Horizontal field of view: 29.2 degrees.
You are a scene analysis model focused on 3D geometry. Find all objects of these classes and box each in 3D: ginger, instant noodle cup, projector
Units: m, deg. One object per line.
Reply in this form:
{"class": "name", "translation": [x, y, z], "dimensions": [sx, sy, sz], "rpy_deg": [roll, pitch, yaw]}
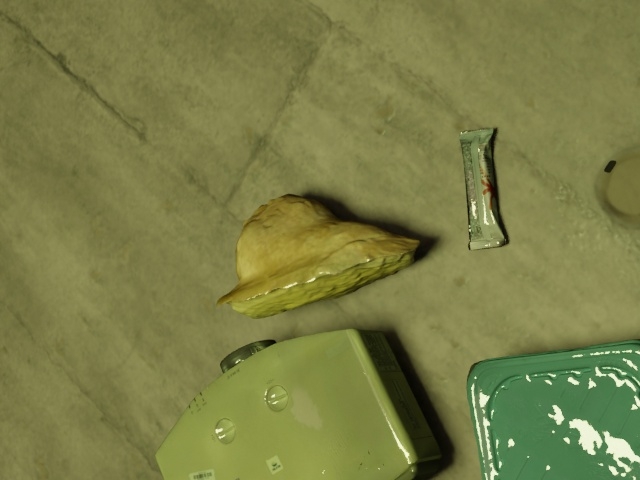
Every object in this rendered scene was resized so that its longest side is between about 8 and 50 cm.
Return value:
{"class": "ginger", "translation": [0.004, 0.001, 1.161], "dimensions": [0.193, 0.115, 0.122], "rpy_deg": [-14, 65, 20]}
{"class": "instant noodle cup", "translation": [0.221, 0.167, 1.034], "dimensions": [0.179, 0.070, 0.157], "rpy_deg": [-11, 84, 31]}
{"class": "projector", "translation": [-0.030, 0.193, 1.179], "dimensions": [0.269, 0.088, 0.193], "rpy_deg": [-35, 70, 26]}

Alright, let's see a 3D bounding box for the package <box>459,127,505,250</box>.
{"class": "package", "translation": [0.146, -0.047, 1.118], "dimensions": [0.037, 0.015, 0.110], "rpy_deg": [-8, 86, 31]}
